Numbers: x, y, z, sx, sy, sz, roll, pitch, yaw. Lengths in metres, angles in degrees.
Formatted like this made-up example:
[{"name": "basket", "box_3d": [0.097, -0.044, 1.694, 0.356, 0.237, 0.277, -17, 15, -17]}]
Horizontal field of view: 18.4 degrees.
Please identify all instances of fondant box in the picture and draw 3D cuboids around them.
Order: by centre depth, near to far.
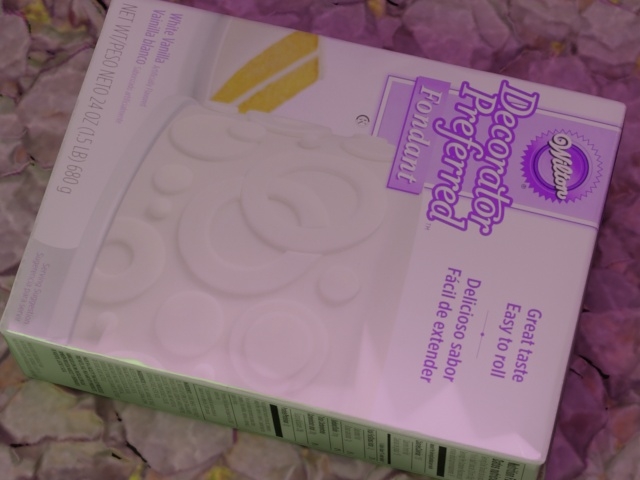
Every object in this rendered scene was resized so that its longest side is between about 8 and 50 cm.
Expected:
[{"name": "fondant box", "box_3d": [0.000, 0.000, 1.210, 0.330, 0.096, 0.238, 13, 69, 6]}]
